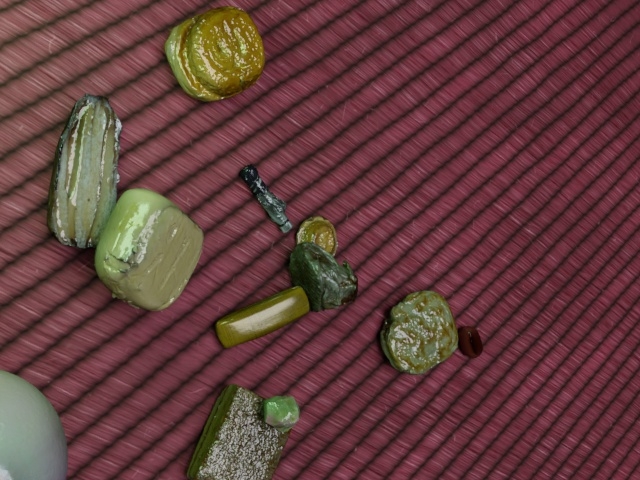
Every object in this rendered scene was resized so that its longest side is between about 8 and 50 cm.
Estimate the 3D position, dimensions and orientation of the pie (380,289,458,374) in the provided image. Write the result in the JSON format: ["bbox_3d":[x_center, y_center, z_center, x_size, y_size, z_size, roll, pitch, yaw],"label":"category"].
[{"bbox_3d":[0.261,0.239,2.205,0.248,0.090,0.201,-25,91,-32],"label":"pie"}]

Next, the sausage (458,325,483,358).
[{"bbox_3d":[0.420,0.284,2.325,0.059,0.054,0.094,-23,101,-32],"label":"sausage"}]

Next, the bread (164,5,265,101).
[{"bbox_3d":[-0.230,-0.425,1.894,0.236,0.120,0.198,-32,107,-30],"label":"bread"}]

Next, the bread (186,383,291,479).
[{"bbox_3d":[-0.181,0.468,1.896,0.184,0.110,0.234,34,68,-24],"label":"bread"}]

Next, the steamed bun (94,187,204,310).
[{"bbox_3d":[-0.374,0.018,1.730,0.232,0.166,0.273,-64,159,-11],"label":"steamed bun"}]

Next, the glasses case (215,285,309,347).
[{"bbox_3d":[-0.135,0.181,1.947,0.234,0.064,0.079,-22,108,-20],"label":"glasses case"}]

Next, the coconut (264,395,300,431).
[{"bbox_3d":[-0.086,0.387,1.853,0.083,0.082,0.081,8,72,-53],"label":"coconut"}]

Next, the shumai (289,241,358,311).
[{"bbox_3d":[0.020,0.076,1.996,0.142,0.184,0.184,-21,99,-26],"label":"shumai"}]

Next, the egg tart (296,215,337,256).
[{"bbox_3d":[0.000,0.000,2.068,0.129,0.049,0.129,1,88,-35],"label":"egg tart"}]

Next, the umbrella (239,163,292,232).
[{"bbox_3d":[-0.125,-0.101,1.990,0.050,0.046,0.188,-30,109,14],"label":"umbrella"}]

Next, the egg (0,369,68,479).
[{"bbox_3d":[-0.616,0.407,1.476,0.354,0.340,0.354,3,84,-33],"label":"egg"}]

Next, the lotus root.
[{"bbox_3d":[-0.504,-0.147,1.735,0.167,0.078,0.329,19,75,-54],"label":"lotus root"}]
